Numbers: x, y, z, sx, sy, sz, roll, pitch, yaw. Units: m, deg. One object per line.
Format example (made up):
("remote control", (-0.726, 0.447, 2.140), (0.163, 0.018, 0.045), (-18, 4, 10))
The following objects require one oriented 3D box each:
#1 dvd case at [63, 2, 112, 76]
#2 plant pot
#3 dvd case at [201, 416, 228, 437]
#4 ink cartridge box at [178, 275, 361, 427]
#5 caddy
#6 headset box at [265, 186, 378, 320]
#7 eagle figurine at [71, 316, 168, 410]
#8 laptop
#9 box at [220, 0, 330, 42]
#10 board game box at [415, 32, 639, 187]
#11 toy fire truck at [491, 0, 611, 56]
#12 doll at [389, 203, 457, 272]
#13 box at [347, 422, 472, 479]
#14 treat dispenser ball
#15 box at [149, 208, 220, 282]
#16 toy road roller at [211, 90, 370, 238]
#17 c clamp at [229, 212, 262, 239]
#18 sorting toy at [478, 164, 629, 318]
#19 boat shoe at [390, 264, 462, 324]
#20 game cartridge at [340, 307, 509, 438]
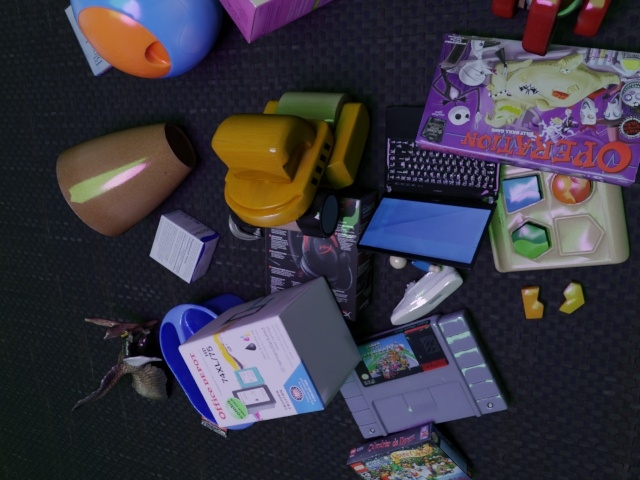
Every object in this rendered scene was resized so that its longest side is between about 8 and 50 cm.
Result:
("dvd case", (-0.495, -0.529, 1.268), (0.253, 0.022, 0.180), (-20, 97, 30))
("plant pot", (-0.429, -0.168, 1.255), (0.254, 0.237, 0.237), (-24, 94, 14))
("dvd case", (-0.290, 0.485, 1.495), (0.087, 0.013, 0.119), (21, 115, 19))
("ink cartridge box", (-0.100, 0.229, 1.090), (0.270, 0.197, 0.198), (-22, 98, 31))
("caddy", (-0.251, 0.298, 1.322), (0.241, 0.179, 0.341), (-31, 91, 31))
("headset box", (0.000, 0.000, 1.143), (0.218, 0.110, 0.293), (9, 110, 23))
("eagle figurine", (-0.536, 0.360, 1.483), (0.226, 0.225, 0.298), (17, 102, 10))
("laptop", (0.195, -0.108, 0.981), (0.234, 0.136, 0.264), (10, 110, 31))
("box", (-0.081, -0.513, 0.939), (0.213, 0.243, 0.117), (55, 164, 1))
("board game box", (0.354, -0.224, 0.890), (0.347, 0.056, 0.208), (15, 90, 21))
("toy fire truck", (0.351, -0.423, 0.750), (0.169, 0.254, 0.302), (23, 111, 18))
("doll", (0.215, 0.006, 1.073), (0.189, 0.046, 0.129), (-34, 69, 33))
("box", (0.200, 0.508, 1.213), (0.233, 0.044, 0.159), (-32, 112, 31))
("treat dispenser ball", (-0.339, -0.470, 1.057), (0.288, 0.288, 0.288), (8, 109, 24))
("box", (-0.340, 0.013, 1.335), (0.137, 0.072, 0.126), (32, 117, 14))
("toy road roller", (-0.058, -0.174, 0.974), (0.202, 0.240, 0.329), (9, 65, 23))
("c clamp", (-0.156, -0.067, 1.249), (0.137, 0.022, 0.160), (24, 114, 17))
("sorting toy", (0.429, -0.003, 0.973), (0.229, 0.041, 0.307), (-8, 102, 28))
("boat shoe", (0.209, 0.108, 1.108), (0.184, 0.066, 0.063), (-49, 49, 34))
("game cartridge", (0.198, 0.299, 1.174), (0.355, 0.068, 0.230), (-25, 98, 30))
